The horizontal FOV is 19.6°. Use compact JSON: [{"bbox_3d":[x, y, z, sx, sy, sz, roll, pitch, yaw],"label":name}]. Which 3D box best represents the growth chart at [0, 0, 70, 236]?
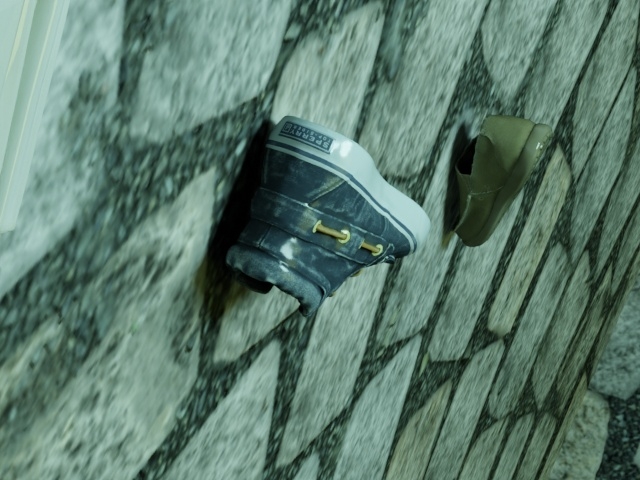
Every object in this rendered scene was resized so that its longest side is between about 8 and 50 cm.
[{"bbox_3d":[-0.129,-0.043,0.527,0.172,0.021,0.237,-70,165,8],"label":"growth chart"}]

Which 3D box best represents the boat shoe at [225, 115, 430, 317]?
[{"bbox_3d":[0.000,0.000,0.956,0.083,0.065,0.183,-64,159,-5],"label":"boat shoe"}]

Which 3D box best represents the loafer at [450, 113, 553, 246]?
[{"bbox_3d":[0.121,-0.047,1.319,0.056,0.050,0.148,-54,175,-33],"label":"loafer"}]
